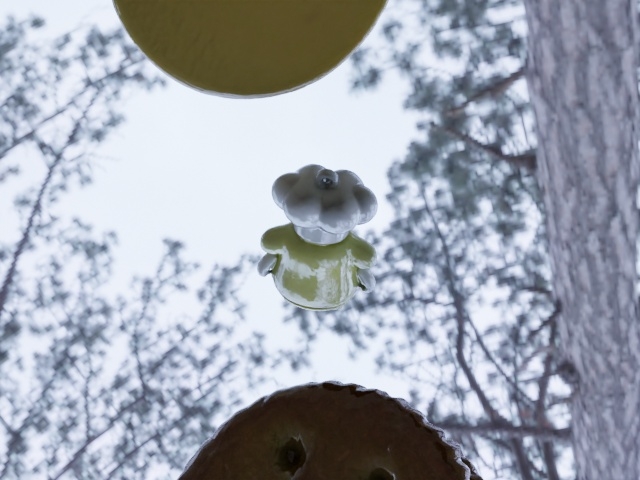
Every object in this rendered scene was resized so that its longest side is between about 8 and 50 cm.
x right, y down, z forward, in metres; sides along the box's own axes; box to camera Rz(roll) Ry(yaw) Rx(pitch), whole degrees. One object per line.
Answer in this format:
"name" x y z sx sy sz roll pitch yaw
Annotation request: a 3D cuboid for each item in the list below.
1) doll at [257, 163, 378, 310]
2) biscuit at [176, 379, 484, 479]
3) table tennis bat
"doll" 0.000 0.000 0.975 0.106 0.162 0.062 8 -132 1
"biscuit" 0.001 0.188 0.637 0.220 0.066 0.220 -14 -119 26
"table tennis bat" -0.006 -0.236 0.773 0.321 0.198 0.050 -46 -158 9
